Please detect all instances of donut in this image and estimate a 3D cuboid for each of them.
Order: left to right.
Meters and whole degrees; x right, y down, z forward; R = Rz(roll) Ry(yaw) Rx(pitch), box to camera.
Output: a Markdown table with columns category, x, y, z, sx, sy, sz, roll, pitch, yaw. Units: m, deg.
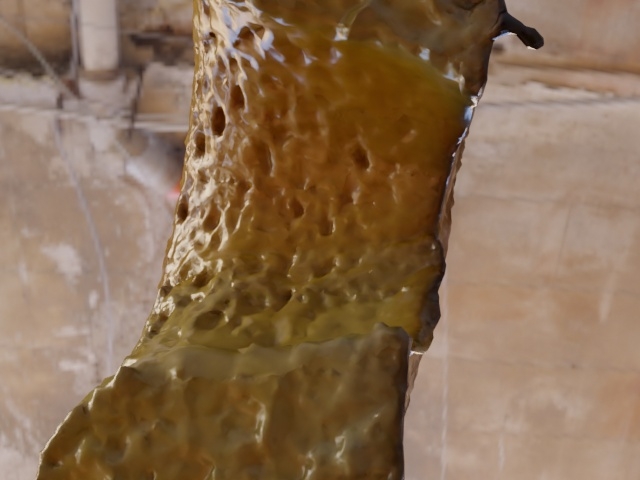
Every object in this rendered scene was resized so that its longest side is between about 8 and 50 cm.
| category | x | y | z | sx | sy | sz | roll | pitch | yaw |
| --- | --- | --- | --- | --- | --- | --- | --- | --- | --- |
| donut | -0.001 | 0.006 | 0.389 | 0.101 | 0.152 | 0.259 | 9 | -108 | 4 |
